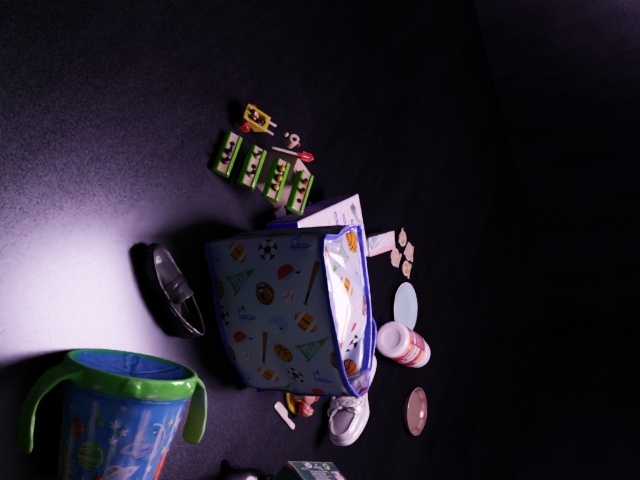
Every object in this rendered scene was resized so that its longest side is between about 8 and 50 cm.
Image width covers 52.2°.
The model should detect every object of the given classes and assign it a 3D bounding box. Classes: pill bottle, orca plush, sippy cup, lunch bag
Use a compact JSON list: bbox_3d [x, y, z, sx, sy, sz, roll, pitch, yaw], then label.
[{"bbox_3d":[0.285,0.359,2.213,0.221,0.121,0.121,35,59,-51],"label":"pill bottle"},{"bbox_3d":[-0.210,0.558,1.495,0.287,0.102,0.151,7,127,-50],"label":"orca plush"},{"bbox_3d":[-0.353,0.325,1.146,0.240,0.305,0.224,176,-73,-79],"label":"sippy cup"},{"bbox_3d":[-0.056,0.167,1.505,0.239,0.327,0.386,-18,102,-58],"label":"lunch bag"}]

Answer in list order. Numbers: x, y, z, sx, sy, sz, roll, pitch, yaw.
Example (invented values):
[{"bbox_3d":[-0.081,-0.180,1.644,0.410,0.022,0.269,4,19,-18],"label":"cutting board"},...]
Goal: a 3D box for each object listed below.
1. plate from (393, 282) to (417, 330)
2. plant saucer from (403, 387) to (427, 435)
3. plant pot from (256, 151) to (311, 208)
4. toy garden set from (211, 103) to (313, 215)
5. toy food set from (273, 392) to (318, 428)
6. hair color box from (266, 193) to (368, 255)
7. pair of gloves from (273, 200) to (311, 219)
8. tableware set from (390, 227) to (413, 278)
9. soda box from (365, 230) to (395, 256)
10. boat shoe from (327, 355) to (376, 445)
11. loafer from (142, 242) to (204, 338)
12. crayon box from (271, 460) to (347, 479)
[{"bbox_3d":[0.297,0.243,2.327,0.188,0.024,0.188,5,84,-56],"label":"plate"},{"bbox_3d":[0.341,0.620,2.374,0.168,0.029,0.169,3,86,-58],"label":"plant saucer"},{"bbox_3d":[-0.089,-0.158,1.677,0.109,0.096,0.109,52,47,-42],"label":"plant pot"},{"bbox_3d":[-0.116,-0.205,1.574,0.244,0.049,0.204,26,63,-21],"label":"toy garden set"},{"bbox_3d":[-0.029,0.406,1.766,0.218,0.071,0.128,-56,133,-42],"label":"toy food set"},{"bbox_3d":[0.000,0.000,1.762,0.338,0.110,0.185,-26,110,-55],"label":"hair color box"},{"bbox_3d":[-0.068,-0.035,1.772,0.198,0.023,0.159,-40,121,-52],"label":"pair of gloves"},{"bbox_3d":[0.297,0.049,2.341,0.169,0.020,0.141,47,50,-45],"label":"tableware set"},{"bbox_3d":[0.178,0.009,2.122,0.183,0.058,0.063,-15,101,-57],"label":"soda box"},{"bbox_3d":[0.083,0.441,1.908,0.103,0.118,0.321,53,42,-34],"label":"boat shoe"},{"bbox_3d":[-0.298,0.105,1.352,0.076,0.078,0.223,-46,126,-49],"label":"loafer"},{"bbox_3d":[-0.096,0.667,1.543,0.319,0.081,0.202,-53,144,5],"label":"crayon box"}]
